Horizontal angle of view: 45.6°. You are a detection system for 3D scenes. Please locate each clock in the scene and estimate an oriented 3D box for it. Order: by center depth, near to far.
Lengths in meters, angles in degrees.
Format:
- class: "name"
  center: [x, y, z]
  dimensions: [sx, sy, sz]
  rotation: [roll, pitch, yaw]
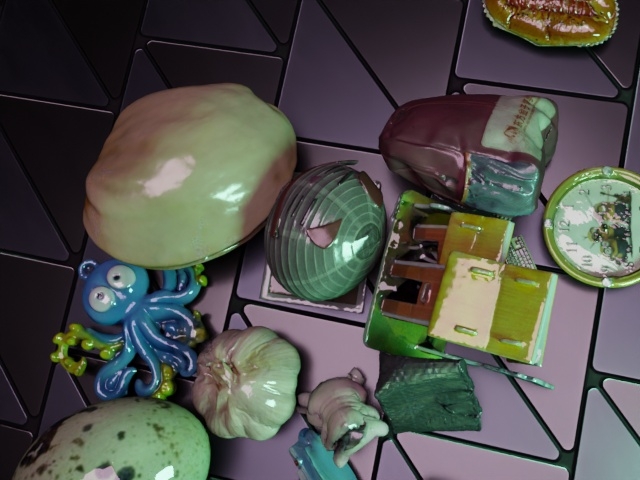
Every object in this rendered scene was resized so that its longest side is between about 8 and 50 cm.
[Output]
- class: "clock"
  center: [0.535, -0.023, 1.430]
  dimensions: [0.237, 0.057, 0.237]
  rotation: [-2, 78, 10]

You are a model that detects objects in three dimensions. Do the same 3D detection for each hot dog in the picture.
- class: "hot dog"
  center: [0.453, -0.458, 1.511]
  dimensions: [0.268, 0.075, 0.144]
  rotation: [18, 83, 11]

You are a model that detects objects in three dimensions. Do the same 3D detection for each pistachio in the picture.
- class: "pistachio"
  center: [-0.261, -0.132, 1.497]
  dimensions: [0.445, 0.281, 0.365]
  rotation: [-32, 73, -13]

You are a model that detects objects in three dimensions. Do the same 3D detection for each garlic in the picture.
- class: "garlic"
  center: [-0.148, 0.269, 1.450]
  dimensions: [0.228, 0.152, 0.228]
  rotation: [-3, 78, 17]

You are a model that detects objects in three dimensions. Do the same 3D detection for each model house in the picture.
- class: "model house"
  center: [0.317, 0.100, 1.340]
  dimensions: [0.323, 0.340, 0.300]
  rotation: [6, 77, 57]

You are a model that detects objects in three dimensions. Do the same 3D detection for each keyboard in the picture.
- class: "keyboard"
  center: [0.390, 0.057, 1.463]
  dimensions: [0.049, 0.015, 0.129]
  rotation: [-22, 77, 6]

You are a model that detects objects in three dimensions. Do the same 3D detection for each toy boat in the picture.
- class: "toy boat"
  center: [0.007, 0.464, 1.438]
  dimensions: [0.215, 0.088, 0.102]
  rotation: [52, 126, 13]

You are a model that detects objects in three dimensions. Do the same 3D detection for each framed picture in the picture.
- class: "framed picture"
  center: [0.000, 0.000, 1.544]
  dimensions: [0.216, 0.016, 0.273]
  rotation: [8, 82, 12]

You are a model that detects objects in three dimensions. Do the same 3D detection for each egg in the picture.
- class: "egg"
  center: [-0.382, 0.442, 1.400]
  dimensions: [0.379, 0.287, 0.287]
  rotation: [-19, 77, -2]

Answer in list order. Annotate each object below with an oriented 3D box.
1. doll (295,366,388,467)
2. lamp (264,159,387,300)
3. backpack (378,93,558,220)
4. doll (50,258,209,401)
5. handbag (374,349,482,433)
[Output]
- class: "doll"
  center: [0.036, 0.321, 1.411]
  dimensions: [0.149, 0.095, 0.192]
  rotation: [-33, 32, -3]
- class: "lamp"
  center: [0.016, -0.017, 1.414]
  dimensions: [0.233, 0.233, 0.265]
  rotation: [30, 66, 14]
- class: "backpack"
  center: [0.265, -0.164, 1.414]
  dimensions: [0.317, 0.283, 0.197]
  rotation: [10, 123, 19]
- class: "doll"
  center: [-0.376, 0.155, 1.536]
  dimensions: [0.341, 0.099, 0.346]
  rotation: [36, 82, 17]
- class: "handbag"
  center: [0.194, 0.276, 1.352]
  dimensions: [0.175, 0.270, 0.089]
  rotation: [0, 55, 19]
